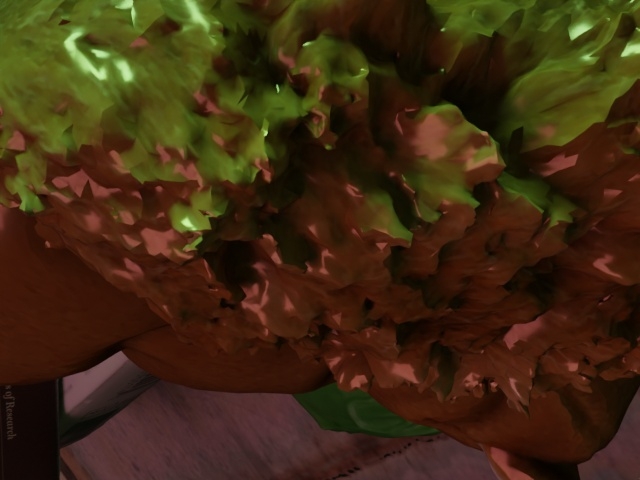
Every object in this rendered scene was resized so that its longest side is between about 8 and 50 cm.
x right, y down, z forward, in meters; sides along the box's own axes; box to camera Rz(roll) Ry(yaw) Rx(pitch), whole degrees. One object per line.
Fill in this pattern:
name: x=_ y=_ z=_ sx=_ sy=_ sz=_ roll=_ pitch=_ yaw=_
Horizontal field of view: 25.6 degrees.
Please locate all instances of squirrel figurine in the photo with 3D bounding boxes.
squirrel figurine: x=0.024 y=-0.006 z=0.585 sx=0.370 sy=0.281 sz=0.397 roll=32 pitch=168 yaw=-23

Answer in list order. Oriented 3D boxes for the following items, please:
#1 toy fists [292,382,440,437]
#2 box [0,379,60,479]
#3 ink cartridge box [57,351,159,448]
toy fists: x=0.000 y=0.000 z=0.847 sx=0.279 sy=0.096 sz=0.142 roll=58 pitch=155 yaw=-8
box: x=-0.322 y=0.115 z=1.052 sx=0.168 sy=0.203 sz=0.167 roll=36 pitch=133 yaw=42
ink cartridge box: x=-0.233 y=-0.048 z=1.114 sx=0.308 sy=0.091 sz=0.385 roll=-39 pitch=71 yaw=55
